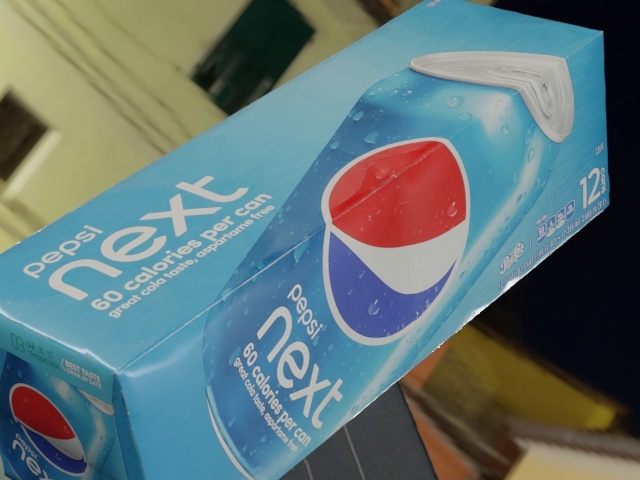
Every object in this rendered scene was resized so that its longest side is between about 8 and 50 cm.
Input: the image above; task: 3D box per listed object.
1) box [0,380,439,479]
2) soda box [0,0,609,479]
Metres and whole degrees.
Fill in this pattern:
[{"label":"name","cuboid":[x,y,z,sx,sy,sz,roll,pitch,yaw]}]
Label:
[{"label":"box","cuboid":[-0.158,0.292,0.735,0.297,0.471,0.480,109,-33,-47]},{"label":"soda box","cuboid":[0.000,0.000,0.452,0.071,0.210,0.067,20,-48,38]}]
